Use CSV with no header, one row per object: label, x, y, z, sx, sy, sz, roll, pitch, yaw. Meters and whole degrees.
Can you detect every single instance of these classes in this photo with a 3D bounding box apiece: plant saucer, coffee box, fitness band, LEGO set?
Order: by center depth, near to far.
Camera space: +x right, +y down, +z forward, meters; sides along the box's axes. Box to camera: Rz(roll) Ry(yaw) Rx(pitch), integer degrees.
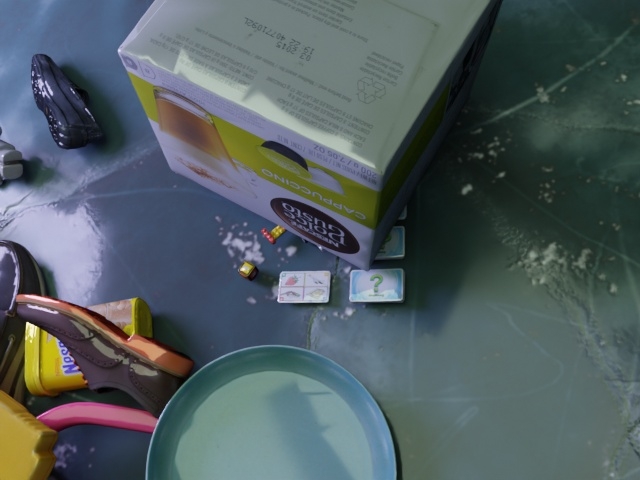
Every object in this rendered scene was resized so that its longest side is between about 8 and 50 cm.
plant saucer,-0.062,0.295,1.030,0.318,0.043,0.317,1,69,-2
coffee box,0.002,-0.216,1.050,0.338,0.334,0.338,28,72,10
fitness band,-0.275,0.327,1.061,0.291,0.054,0.208,9,70,0
LEGO set,0.000,0.000,1.158,0.245,0.060,0.182,-2,65,13

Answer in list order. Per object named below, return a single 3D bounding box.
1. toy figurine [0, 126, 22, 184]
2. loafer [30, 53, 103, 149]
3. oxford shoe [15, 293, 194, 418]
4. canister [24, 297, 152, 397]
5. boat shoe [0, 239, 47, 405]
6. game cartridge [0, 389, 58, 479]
toy figurine,-0.613,-0.130,1.276,0.148,0.213,0.209,23,72,37
loafer,-0.435,-0.238,1.354,0.078,0.076,0.223,-12,53,-31
oxford shoe,-0.310,0.150,1.078,0.272,0.097,0.098,22,82,16
canister,-0.336,0.155,1.168,0.170,0.073,0.126,-10,68,8
boat shoe,-0.496,0.156,1.174,0.133,0.130,0.355,-6,68,11
game cartridge,-0.521,0.304,1.047,0.324,0.053,0.285,28,87,20
